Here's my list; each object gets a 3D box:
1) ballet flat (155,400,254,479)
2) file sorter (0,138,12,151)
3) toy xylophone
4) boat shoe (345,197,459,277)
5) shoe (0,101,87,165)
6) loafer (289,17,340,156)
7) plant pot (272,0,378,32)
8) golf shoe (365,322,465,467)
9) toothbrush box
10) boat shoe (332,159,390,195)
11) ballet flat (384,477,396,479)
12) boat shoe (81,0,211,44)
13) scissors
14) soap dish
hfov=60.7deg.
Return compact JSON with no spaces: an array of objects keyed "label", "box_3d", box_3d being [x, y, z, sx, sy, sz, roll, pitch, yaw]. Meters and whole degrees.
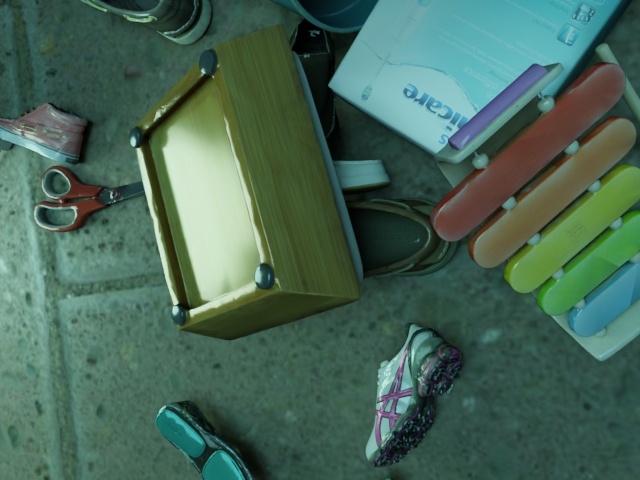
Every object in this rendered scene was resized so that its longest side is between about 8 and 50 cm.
[{"label":"ballet flat","box_3d":[-0.147,0.293,0.762,0.188,0.070,0.070,45,105,11]},{"label":"file sorter","box_3d":[-0.714,-0.190,0.916,0.278,0.193,0.173,43,107,16]},{"label":"toy xylophone","box_3d":[0.251,-0.042,0.528,0.323,0.081,0.236,37,99,-25]},{"label":"boat shoe","box_3d":[0.000,0.000,0.677,0.324,0.116,0.123,-10,86,21]},{"label":"shoe","box_3d":[-0.458,-0.188,0.886,0.178,0.063,0.081,22,96,14]},{"label":"loafer","box_3d":[-0.021,-0.188,0.659,0.080,0.078,0.220,-4,60,4]},{"label":"plant pot","box_3d":[-0.037,-0.412,0.631,0.255,0.272,0.271,34,102,33]},{"label":"golf shoe","box_3d":[0.102,0.191,0.673,0.086,0.067,0.186,39,107,46]},{"label":"toothbrush box","box_3d":[0.184,-0.231,0.602,0.216,0.126,0.295,35,102,17]},{"label":"boat shoe","box_3d":[-0.045,-0.104,0.705,0.277,0.098,0.096,3,92,22]},{"label":"ballet flat","box_3d":[0.070,0.372,0.692,0.052,0.057,0.168,27,104,-9]},{"label":"boat shoe","box_3d":[-0.311,-0.395,0.809,0.324,0.097,0.116,33,101,18]},{"label":"scissors","box_3d":[-0.334,-0.060,0.861,0.297,0.021,0.109,5,89,20]},{"label":"soap dish","box_3d":[-0.092,-0.047,0.590,0.229,0.118,0.291,-24,78,43]}]
